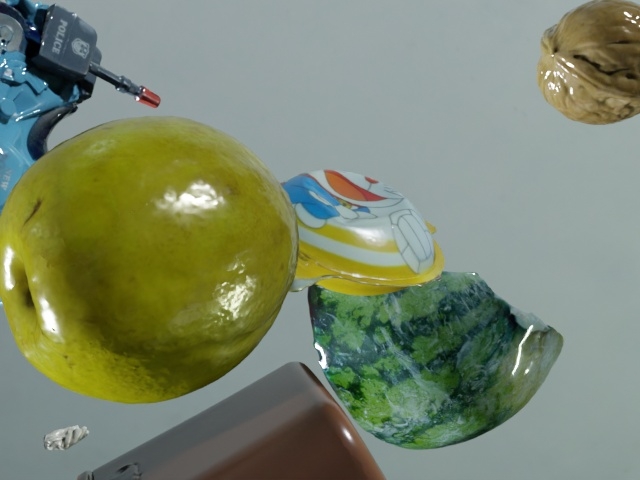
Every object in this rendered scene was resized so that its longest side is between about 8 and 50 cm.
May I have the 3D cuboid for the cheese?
[{"bbox_3d":[0.000,0.000,0.926,0.270,0.177,0.069,-16,131,-50],"label":"cheese"}]

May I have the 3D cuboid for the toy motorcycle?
[{"bbox_3d":[-0.237,-0.063,0.910,0.182,0.272,0.123,27,152,-35],"label":"toy motorcycle"}]

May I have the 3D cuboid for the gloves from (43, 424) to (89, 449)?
[{"bbox_3d":[-0.402,0.307,1.789,0.081,0.044,0.037,-19,121,4],"label":"gloves"}]

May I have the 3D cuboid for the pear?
[{"bbox_3d":[-0.091,0.009,0.605,0.162,0.149,0.149,-19,134,-41],"label":"pear"}]

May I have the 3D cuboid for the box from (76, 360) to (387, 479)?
[{"bbox_3d":[-0.022,0.303,0.982,0.229,0.239,0.339,-31,101,-7],"label":"box"}]

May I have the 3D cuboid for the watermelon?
[{"bbox_3d":[0.118,0.118,1.270,0.305,0.180,0.224,28,111,-36],"label":"watermelon"}]

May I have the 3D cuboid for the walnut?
[{"bbox_3d":[0.476,-0.301,1.943,0.228,0.228,0.228,-7,125,-10],"label":"walnut"}]
